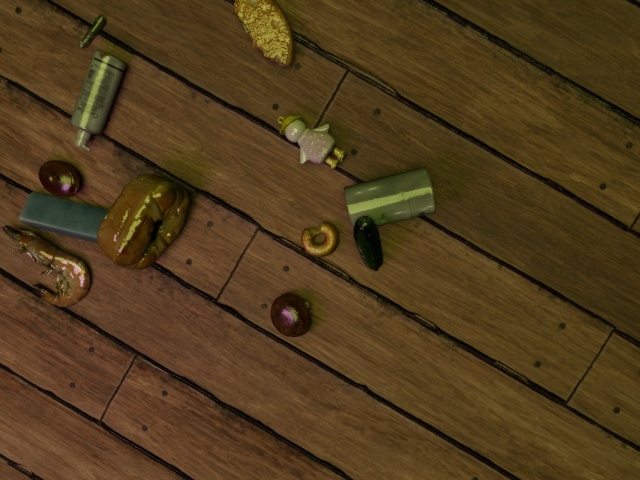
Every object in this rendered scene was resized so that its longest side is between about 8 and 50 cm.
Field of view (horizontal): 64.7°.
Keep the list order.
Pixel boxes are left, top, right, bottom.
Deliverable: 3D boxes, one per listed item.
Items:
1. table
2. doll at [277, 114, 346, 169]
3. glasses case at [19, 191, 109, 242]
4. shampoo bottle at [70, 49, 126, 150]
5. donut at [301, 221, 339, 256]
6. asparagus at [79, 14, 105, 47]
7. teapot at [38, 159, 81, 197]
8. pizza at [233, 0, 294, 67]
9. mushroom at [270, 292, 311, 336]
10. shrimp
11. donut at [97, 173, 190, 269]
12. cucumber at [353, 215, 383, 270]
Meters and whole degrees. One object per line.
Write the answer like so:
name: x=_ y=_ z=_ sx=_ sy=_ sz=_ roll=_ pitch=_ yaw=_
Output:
table: x=0.180 y=-0.107 z=1.328 sx=0.220 sy=0.126 sz=0.126 roll=-13 pitch=93 yaw=5
doll: x=-0.029 y=-0.268 z=1.354 sx=0.207 sy=0.081 sz=0.129 roll=36 pitch=88 yaw=3
glasses case: x=-0.705 y=-0.058 z=1.427 sx=0.266 sy=0.056 sz=0.105 roll=13 pitch=96 yaw=3
shampoo bottle: x=-0.616 y=-0.380 z=1.382 sx=0.085 sy=0.085 sz=0.262 roll=23 pitch=96 yaw=2
donut: x=0.000 y=0.000 z=1.392 sx=0.108 sy=0.043 sz=0.097 roll=-25 pitch=92 yaw=10
asparagus: x=-0.634 y=-0.576 z=1.400 sx=0.025 sy=0.021 sz=0.108 roll=41 pitch=96 yaw=4
teapot: x=-0.727 y=-0.169 z=1.408 sx=0.129 sy=0.078 sz=0.098 roll=32 pitch=96 yaw=1
pizza: x=-0.146 y=-0.572 z=1.349 sx=0.246 sy=0.058 sz=0.127 roll=45 pitch=95 yaw=-2
mushroom: x=-0.082 y=0.209 z=1.401 sx=0.127 sy=0.087 sz=0.127 roll=6 pitch=104 yaw=25
shrimp: x=-0.801 y=0.077 z=1.448 sx=0.296 sy=0.058 sz=0.169 roll=34 pitch=98 yaw=-3
donut: x=-0.464 y=-0.048 z=1.339 sx=0.128 sy=0.208 sz=0.261 roll=33 pitch=82 yaw=14
cucumber: x=0.128 y=0.016 z=1.319 sx=0.069 sy=0.227 sz=0.069 roll=-8 pitch=54 yaw=11
